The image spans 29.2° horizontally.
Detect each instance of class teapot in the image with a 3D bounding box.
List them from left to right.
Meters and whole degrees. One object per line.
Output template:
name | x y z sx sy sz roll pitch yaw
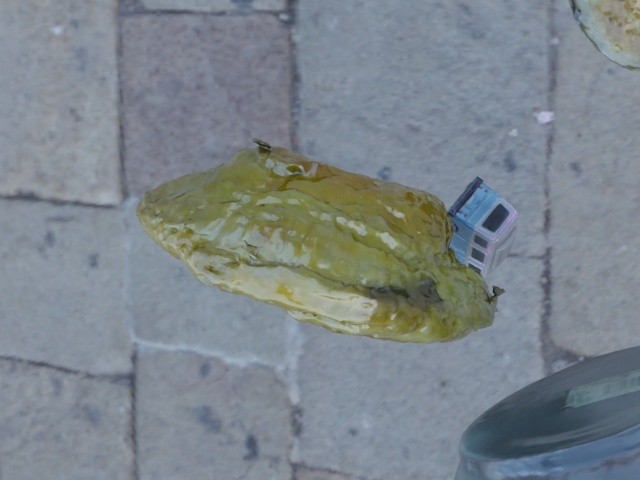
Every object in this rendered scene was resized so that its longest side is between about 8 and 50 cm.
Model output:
teapot | 0.327 0.283 1.041 0.376 0.305 0.362 -20 96 21

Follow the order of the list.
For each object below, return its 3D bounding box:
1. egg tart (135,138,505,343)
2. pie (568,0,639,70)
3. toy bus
egg tart | 0.000 0.000 1.182 0.351 0.339 0.153 19 93 22
pie | 0.484 -0.357 1.600 0.339 0.077 0.339 11 126 15
toy bus | 0.173 -0.007 1.336 0.075 0.060 0.123 36 160 15
